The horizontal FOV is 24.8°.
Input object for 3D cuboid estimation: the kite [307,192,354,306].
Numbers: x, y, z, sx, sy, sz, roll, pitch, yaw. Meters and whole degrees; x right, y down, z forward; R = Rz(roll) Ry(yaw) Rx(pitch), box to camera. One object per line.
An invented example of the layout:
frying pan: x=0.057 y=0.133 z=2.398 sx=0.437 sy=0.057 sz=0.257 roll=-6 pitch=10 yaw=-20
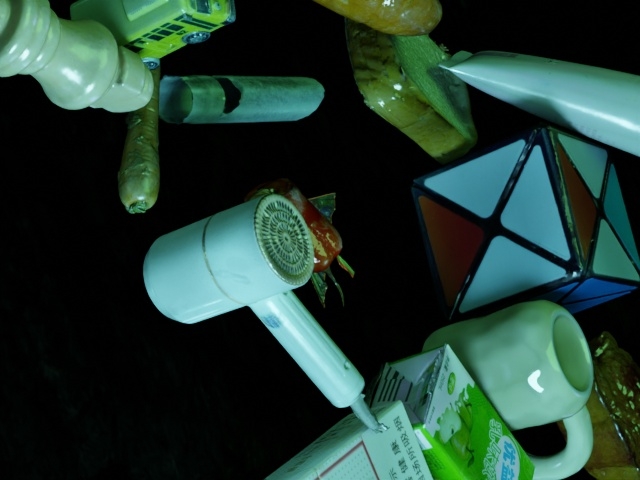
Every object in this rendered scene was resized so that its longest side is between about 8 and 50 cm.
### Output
kite: x=0.000 y=0.000 z=1.932 sx=0.159 sy=0.010 sz=0.190 roll=41 pitch=42 yaw=-40

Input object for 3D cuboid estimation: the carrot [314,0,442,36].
carrot: x=0.070 y=-0.362 z=2.054 sx=0.225 sy=0.159 sz=0.159 roll=36 pitch=42 yaw=-18

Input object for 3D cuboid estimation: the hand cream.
hand cream: x=0.366 y=-0.230 z=2.217 sx=0.185 sy=0.358 sz=0.118 roll=-42 pitch=149 yaw=-66

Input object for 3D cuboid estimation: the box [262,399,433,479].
box: x=0.030 y=0.346 z=1.706 sx=0.330 sy=0.095 sz=0.210 roll=-26 pitch=95 yaw=-57

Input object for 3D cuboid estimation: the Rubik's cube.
Rubik's cube: x=0.314 y=-0.012 z=2.204 sx=0.246 sy=0.248 sz=0.250 roll=9 pitch=64 yaw=-56

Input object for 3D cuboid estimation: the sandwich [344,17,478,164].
sandwich: x=0.138 y=-0.245 z=2.207 sx=0.251 sy=0.087 sz=0.226 roll=33 pitch=35 yaw=-45

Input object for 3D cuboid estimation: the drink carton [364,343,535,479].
drink carton: x=0.173 y=0.281 z=1.951 sx=0.271 sy=0.108 sz=0.161 roll=54 pitch=37 yaw=-27

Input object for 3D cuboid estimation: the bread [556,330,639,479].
bread: x=0.481 y=0.281 z=2.404 sx=0.247 sy=0.135 sz=0.232 roll=61 pitch=32 yaw=-15

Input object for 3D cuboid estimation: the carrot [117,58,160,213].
carrot: x=-0.201 y=-0.138 z=1.664 sx=0.049 sy=0.049 sz=0.254 roll=38 pitch=41 yaw=-41

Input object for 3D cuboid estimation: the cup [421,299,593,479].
cup: x=0.278 y=0.223 z=2.054 sx=0.173 sy=0.202 sz=0.255 roll=-2 pitch=75 yaw=-58

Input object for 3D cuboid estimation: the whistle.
whistle: x=-0.095 y=-0.178 z=1.834 sx=0.312 sy=0.062 sz=0.062 roll=-9 pitch=81 yaw=-59

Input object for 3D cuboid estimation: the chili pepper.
chili pepper: x=-0.019 y=0.006 z=1.832 sx=0.086 sy=0.084 sz=0.192 roll=-41 pitch=109 yaw=-23

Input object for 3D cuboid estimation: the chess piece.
chess piece: x=-0.314 y=-0.214 z=1.469 sx=0.397 sy=0.117 sz=0.117 roll=27 pitch=51 yaw=-51

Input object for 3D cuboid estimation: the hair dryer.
hair dryer: x=-0.034 y=0.112 z=1.654 sx=0.357 sy=0.173 sz=0.108 roll=52 pitch=37 yaw=-26

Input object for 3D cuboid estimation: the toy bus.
toy bus: x=-0.189 y=-0.254 z=1.621 sx=0.101 sy=0.175 sz=0.088 roll=6 pitch=67 yaw=-53
